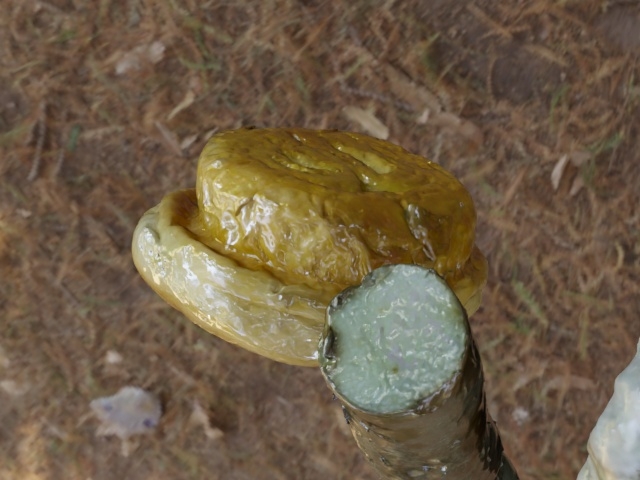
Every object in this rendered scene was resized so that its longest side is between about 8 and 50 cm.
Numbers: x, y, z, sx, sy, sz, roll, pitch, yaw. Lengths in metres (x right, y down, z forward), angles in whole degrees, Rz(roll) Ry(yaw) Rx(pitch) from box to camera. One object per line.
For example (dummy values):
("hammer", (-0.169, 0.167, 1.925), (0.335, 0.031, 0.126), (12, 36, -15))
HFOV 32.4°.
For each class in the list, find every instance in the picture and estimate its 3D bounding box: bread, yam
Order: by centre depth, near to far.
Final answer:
("yam", (0.050, 0.086, 0.465), (0.061, 0.061, 0.253), (7, 156, 18))
("bread", (0.002, 0.001, 0.742), (0.198, 0.236, 0.120), (31, 119, 40))

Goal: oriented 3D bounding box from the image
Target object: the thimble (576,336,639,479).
("thimble", (0.319, 0.098, 0.713), (0.195, 0.291, 0.292), (32, 123, 25))
